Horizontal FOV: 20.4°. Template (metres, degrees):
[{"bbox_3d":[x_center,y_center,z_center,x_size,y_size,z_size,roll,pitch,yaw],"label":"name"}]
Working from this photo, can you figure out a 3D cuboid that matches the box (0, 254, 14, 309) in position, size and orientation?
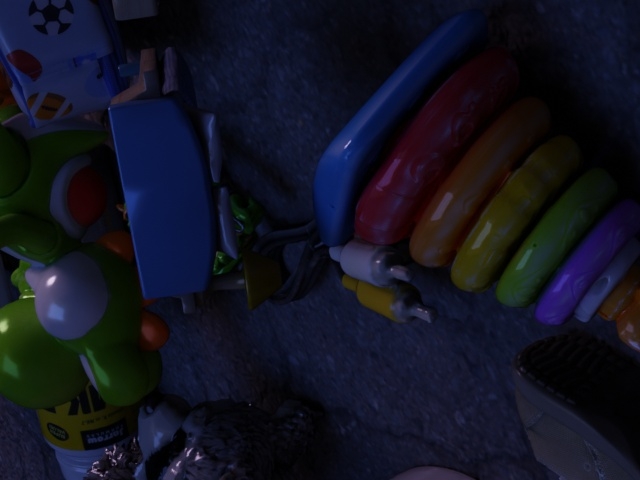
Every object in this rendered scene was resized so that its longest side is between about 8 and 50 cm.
[{"bbox_3d":[-0.485,-0.002,1.999,0.345,0.168,0.215,41,147,49],"label":"box"}]

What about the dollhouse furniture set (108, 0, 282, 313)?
[{"bbox_3d":[-0.051,-0.131,1.300,0.286,0.198,0.303,-104,5,-73],"label":"dollhouse furniture set"}]

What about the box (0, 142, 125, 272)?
[{"bbox_3d":[-0.293,-0.037,1.878,0.231,0.056,0.183,20,130,45],"label":"box"}]

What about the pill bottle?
[{"bbox_3d":[-0.253,0.158,1.928,0.119,0.119,0.209,25,135,42],"label":"pill bottle"}]

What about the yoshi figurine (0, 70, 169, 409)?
[{"bbox_3d":[-0.293,0.012,1.694,0.203,0.203,0.362,-30,88,56],"label":"yoshi figurine"}]

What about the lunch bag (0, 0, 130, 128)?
[{"bbox_3d":[-0.252,-0.259,1.525,0.243,0.115,0.303,-110,3,-70],"label":"lunch bag"}]

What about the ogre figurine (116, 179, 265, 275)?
[{"bbox_3d":[-0.114,-0.024,1.613,0.118,0.097,0.197,42,179,4],"label":"ogre figurine"}]

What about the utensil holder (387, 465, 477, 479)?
[{"bbox_3d":[0.019,0.414,1.512,0.327,0.385,0.328,34,141,33],"label":"utensil holder"}]

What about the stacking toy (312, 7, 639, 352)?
[{"bbox_3d":[0.156,-0.003,1.219,0.302,0.166,0.175,38,160,11],"label":"stacking toy"}]

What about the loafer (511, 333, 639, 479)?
[{"bbox_3d":[0.242,0.165,1.275,0.268,0.102,0.092,41,147,42],"label":"loafer"}]

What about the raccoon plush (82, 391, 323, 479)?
[{"bbox_3d":[-0.047,0.318,1.794,0.446,0.216,0.299,40,141,-27],"label":"raccoon plush"}]

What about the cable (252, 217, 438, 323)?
[{"bbox_3d":[0.000,0.000,1.489,0.287,0.072,0.140,-3,108,55],"label":"cable"}]
